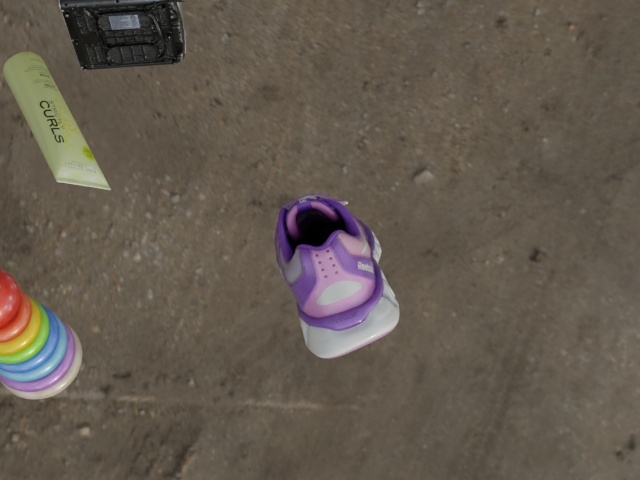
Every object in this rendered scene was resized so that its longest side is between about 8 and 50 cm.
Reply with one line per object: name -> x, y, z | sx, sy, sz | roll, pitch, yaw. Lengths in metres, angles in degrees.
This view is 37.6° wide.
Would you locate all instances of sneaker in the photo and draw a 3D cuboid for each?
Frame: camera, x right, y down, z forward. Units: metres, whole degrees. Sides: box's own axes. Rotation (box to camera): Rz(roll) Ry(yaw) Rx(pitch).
sneaker -> 0.000, 0.000, 0.814 | 0.095, 0.236, 0.105 | -25, 114, 1

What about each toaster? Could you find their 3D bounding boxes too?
toaster -> -0.276, -0.335, 1.360 | 0.185, 0.110, 0.168 | -5, 157, -4

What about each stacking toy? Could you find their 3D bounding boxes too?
stacking toy -> -0.454, 0.130, 1.400 | 0.141, 0.141, 0.330 | -18, 158, -10

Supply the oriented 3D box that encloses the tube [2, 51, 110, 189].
tube -> -0.374, -0.164, 1.318 | 0.070, 0.240, 0.062 | -22, 152, -19
